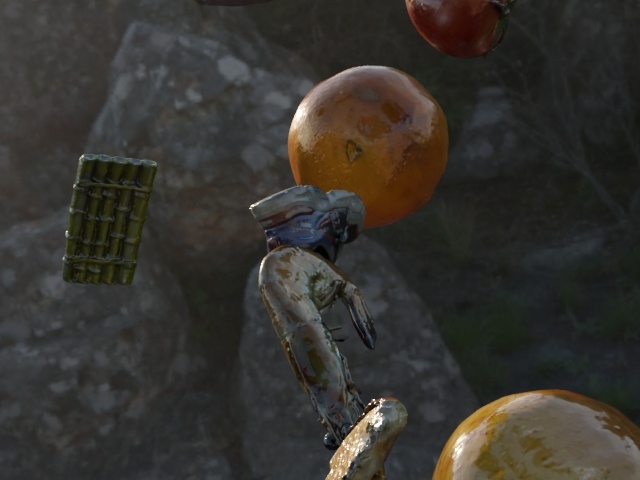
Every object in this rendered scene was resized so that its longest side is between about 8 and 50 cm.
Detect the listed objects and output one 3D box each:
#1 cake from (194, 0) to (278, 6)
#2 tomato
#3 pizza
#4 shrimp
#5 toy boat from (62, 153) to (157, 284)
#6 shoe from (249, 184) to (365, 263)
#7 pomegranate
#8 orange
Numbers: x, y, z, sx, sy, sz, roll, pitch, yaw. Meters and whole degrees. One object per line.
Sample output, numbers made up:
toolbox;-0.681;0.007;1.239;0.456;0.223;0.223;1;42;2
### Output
cake;0.029;-0.306;0.600;0.309;0.237;0.230;-38;23;-25
tomato;0.185;-0.328;1.255;0.167;0.167;0.167;-10;17;3
pizza;0.022;0.228;0.791;0.052;0.185;0.195;24;63;3
shrimp;0.023;0.130;1.112;0.169;0.296;0.058;5;-37;-43
toy boat;-0.174;-0.016;0.782;0.063;0.115;0.016;4;27;-24
shoe;-0.001;0.000;1.279;0.099;0.126;0.227;-24;-17;29
pomegranate;0.298;0.404;1.305;0.410;0.410;0.410;-10;17;3
orange;0.078;-0.150;1.532;0.261;0.261;0.261;-10;17;3
